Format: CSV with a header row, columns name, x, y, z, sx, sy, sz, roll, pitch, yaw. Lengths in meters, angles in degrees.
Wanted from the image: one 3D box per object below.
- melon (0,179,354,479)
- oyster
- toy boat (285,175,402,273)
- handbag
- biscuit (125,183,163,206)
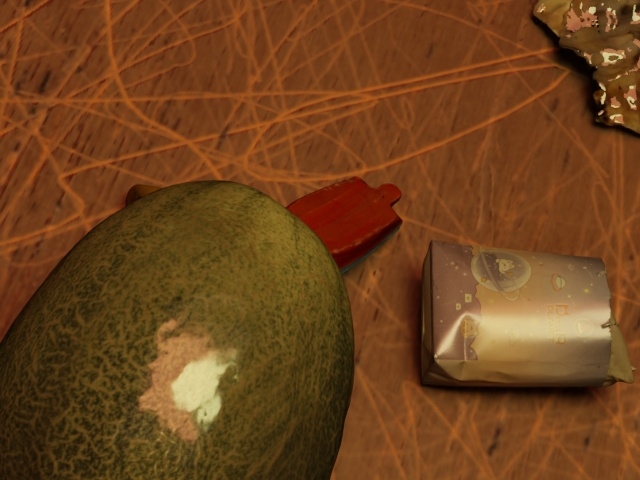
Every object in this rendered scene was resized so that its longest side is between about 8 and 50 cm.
name,x,y,z,sx,sy,sz,roll,pitch,yaw
melon,-0.103,0.116,1.062,0.249,0.248,0.329,22,71,0
oyster,0.385,-0.194,1.473,0.355,0.107,0.201,5,61,-12
toy boat,0.000,0.000,1.265,0.069,0.059,0.173,46,42,14
handbag,0.167,0.066,1.267,0.173,0.095,0.117,4,63,-3
biscuit,-0.086,0.047,1.242,0.183,0.039,0.174,18,54,-4
